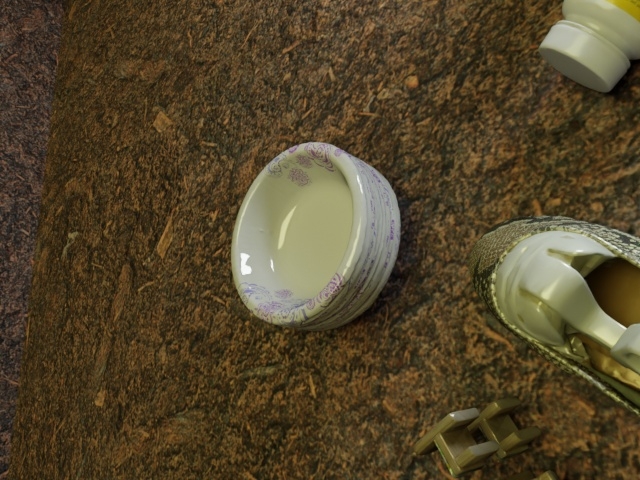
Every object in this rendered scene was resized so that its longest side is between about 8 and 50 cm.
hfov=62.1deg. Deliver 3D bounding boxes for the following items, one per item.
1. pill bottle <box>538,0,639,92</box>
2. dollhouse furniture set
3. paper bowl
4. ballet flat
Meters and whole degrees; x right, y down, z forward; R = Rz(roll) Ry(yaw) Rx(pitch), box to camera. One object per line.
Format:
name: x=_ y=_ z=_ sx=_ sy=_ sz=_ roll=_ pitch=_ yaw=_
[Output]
pill bottle: x=0.358 y=-0.286 z=0.607 sx=0.208 sy=0.119 sz=0.119 roll=-55 pitch=47 yaw=15
dollhouse furniture set: x=0.149 y=0.313 z=0.552 sx=0.161 sy=0.242 sz=0.212 roll=-60 pitch=43 yaw=37
paper bowl: x=0.000 y=0.000 z=0.841 sx=0.284 sy=0.148 sz=0.284 roll=-15 pitch=68 yaw=41
ballet flat: x=0.306 y=0.091 z=0.498 sx=0.483 sy=0.182 sz=0.164 roll=40 pitch=106 yaw=43
